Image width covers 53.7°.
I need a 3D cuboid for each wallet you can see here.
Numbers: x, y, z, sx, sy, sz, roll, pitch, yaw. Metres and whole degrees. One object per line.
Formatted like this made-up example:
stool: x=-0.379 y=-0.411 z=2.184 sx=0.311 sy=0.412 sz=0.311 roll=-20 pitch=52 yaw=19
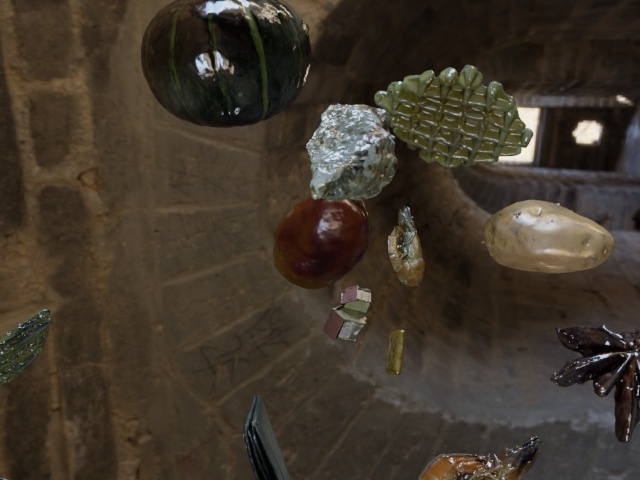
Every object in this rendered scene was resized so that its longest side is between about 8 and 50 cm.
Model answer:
wallet: x=-0.107 y=0.509 z=1.413 sx=0.251 sy=0.054 sz=0.290 roll=151 pitch=98 yaw=-85

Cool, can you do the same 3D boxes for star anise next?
star anise: x=0.526 y=0.202 z=1.047 sx=0.129 sy=0.283 sz=0.212 roll=59 pitch=-166 yaw=-30

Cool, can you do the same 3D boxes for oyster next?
oyster: x=0.043 y=-0.115 z=0.814 sx=0.064 sy=0.125 sz=0.177 roll=106 pitch=171 yaw=-54

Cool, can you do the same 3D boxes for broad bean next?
broad bean: x=-0.002 y=0.001 z=1.130 sx=0.228 sy=0.156 sz=0.122 roll=-52 pitch=25 yaw=32

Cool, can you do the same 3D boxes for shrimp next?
shrimp: x=0.162 y=0.008 z=1.242 sx=0.099 sy=0.041 sz=0.180 roll=25 pitch=-129 yaw=-31
shrimp: x=0.312 y=0.488 z=1.295 sx=0.317 sy=0.164 sz=0.062 roll=-40 pitch=-2 yaw=-4

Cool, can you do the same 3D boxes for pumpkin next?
pumpkin: x=-0.176 y=-0.353 z=1.212 sx=0.323 sy=0.324 sz=0.241 roll=-61 pitch=-34 yaw=-57

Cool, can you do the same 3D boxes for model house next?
model house: x=0.042 y=0.116 z=1.001 sx=0.083 sy=0.058 sz=0.057 roll=110 pitch=170 yaw=-46

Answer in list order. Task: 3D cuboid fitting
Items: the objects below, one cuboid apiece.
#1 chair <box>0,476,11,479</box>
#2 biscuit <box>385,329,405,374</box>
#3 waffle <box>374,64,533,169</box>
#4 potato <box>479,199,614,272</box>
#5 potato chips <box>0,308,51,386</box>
chair: x=-0.757 y=0.543 z=1.335 sx=0.145 sy=0.221 sz=0.140 roll=110 pitch=179 yaw=-63
biscuit: x=0.139 y=0.208 z=1.175 sx=0.081 sy=0.018 sz=0.083 roll=129 pitch=149 yaw=-78
waffle: x=0.279 y=-0.249 z=1.340 sx=0.292 sy=0.309 sz=0.056 roll=40 pitch=-119 yaw=-32
potato: x=0.417 y=-0.007 z=1.194 sx=0.161 sy=0.235 sz=0.128 roll=-35 pitch=-51 yaw=-18
potato chips: x=-0.591 y=0.215 z=1.208 sx=0.091 sy=0.208 sz=0.028 roll=60 pitch=168 yaw=-17
